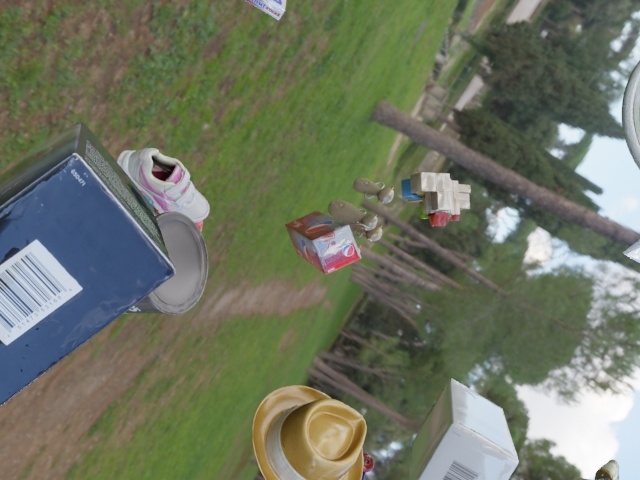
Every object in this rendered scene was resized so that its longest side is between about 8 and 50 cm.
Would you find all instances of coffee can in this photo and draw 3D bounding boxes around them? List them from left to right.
[{"bbox_3d":[-0.399,0.051,1.437,0.201,0.275,0.201,12,77,-60],"label":"coffee can"}]

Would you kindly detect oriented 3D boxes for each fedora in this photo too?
[{"bbox_3d":[0.002,0.266,0.938,0.079,0.194,0.194,-40,-173,35],"label":"fedora"}]

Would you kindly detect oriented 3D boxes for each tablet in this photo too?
[{"bbox_3d":[0.538,0.015,1.147,0.006,0.054,0.083,-60,177,-30],"label":"tablet"}]

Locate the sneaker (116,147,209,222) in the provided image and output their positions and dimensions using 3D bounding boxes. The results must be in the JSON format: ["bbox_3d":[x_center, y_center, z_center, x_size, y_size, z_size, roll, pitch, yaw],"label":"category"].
[{"bbox_3d":[-0.349,-0.125,1.642,0.111,0.252,0.103,-12,-128,42],"label":"sneaker"}]

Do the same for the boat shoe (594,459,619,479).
[{"bbox_3d":[0.606,0.531,1.499,0.048,0.056,0.153,-30,127,-34],"label":"boat shoe"}]

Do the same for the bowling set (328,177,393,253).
[{"bbox_3d":[0.098,-0.018,1.903,0.287,0.154,0.199,-43,139,-25],"label":"bowling set"}]

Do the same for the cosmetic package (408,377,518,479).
[{"bbox_3d":[0.300,0.455,1.533,0.197,0.155,0.365,-62,172,8],"label":"cosmetic package"}]

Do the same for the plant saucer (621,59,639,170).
[{"bbox_3d":[0.789,-0.230,1.392,0.400,0.400,0.100,-57,171,-6],"label":"plant saucer"}]

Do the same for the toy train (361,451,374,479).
[{"bbox_3d":[0.016,0.552,1.511,0.105,0.143,0.248,-53,-166,45],"label":"toy train"}]

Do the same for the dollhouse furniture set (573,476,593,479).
[{"bbox_3d":[0.731,0.708,1.560,0.303,0.286,0.198,-7,-139,49],"label":"dollhouse furniture set"}]

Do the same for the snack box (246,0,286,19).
[{"bbox_3d":[-0.082,-0.401,1.087,0.022,0.064,0.178,-49,-155,35],"label":"snack box"}]

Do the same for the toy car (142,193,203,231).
[{"bbox_3d":[-0.386,0.007,1.814,0.210,0.238,0.219,-13,144,-19],"label":"toy car"}]

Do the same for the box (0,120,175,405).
[{"bbox_3d":[-0.361,0.020,0.865,0.296,0.182,0.294,-37,-158,-5],"label":"box"}]

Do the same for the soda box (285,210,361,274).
[{"bbox_3d":[0.000,0.000,1.587,0.092,0.083,0.263,-24,-166,-10],"label":"soda box"}]

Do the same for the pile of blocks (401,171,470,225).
[{"bbox_3d":[0.265,-0.086,1.698,0.362,0.149,0.112,5,81,-68],"label":"pile of blocks"}]
